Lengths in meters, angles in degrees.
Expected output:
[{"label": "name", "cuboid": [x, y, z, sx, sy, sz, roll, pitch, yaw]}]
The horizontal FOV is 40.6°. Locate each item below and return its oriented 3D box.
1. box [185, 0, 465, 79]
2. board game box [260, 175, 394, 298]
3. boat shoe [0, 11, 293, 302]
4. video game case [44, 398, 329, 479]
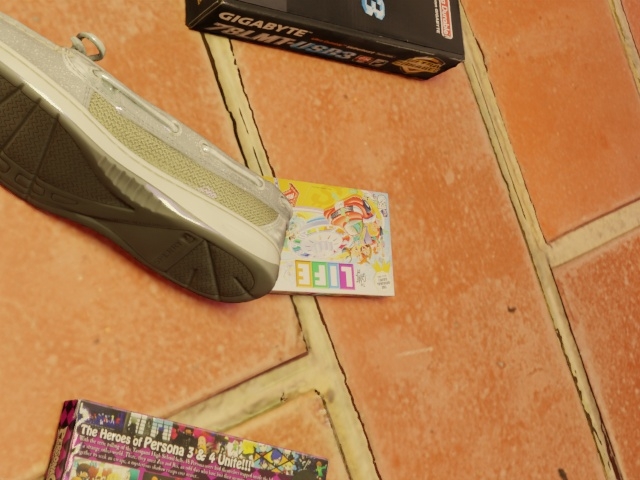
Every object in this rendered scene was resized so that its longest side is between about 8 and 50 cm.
[{"label": "box", "cuboid": [0.007, -0.329, 0.864, 0.293, 0.073, 0.296, 5, 77, -34]}, {"label": "board game box", "cuboid": [0.000, 0.000, 0.809, 0.154, 0.026, 0.104, 5, 77, -35]}, {"label": "boat shoe", "cuboid": [-0.155, -0.072, 0.661, 0.320, 0.118, 0.103, 35, 49, -22]}, {"label": "video game case", "cuboid": [-0.110, 0.250, 0.662, 0.232, 0.042, 0.210, 21, 68, -31]}]
